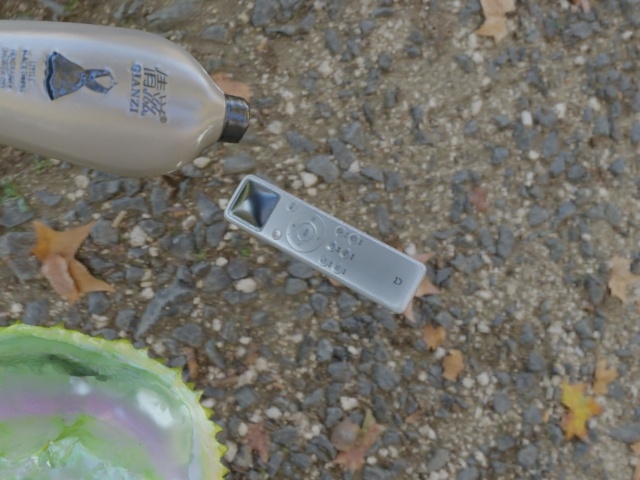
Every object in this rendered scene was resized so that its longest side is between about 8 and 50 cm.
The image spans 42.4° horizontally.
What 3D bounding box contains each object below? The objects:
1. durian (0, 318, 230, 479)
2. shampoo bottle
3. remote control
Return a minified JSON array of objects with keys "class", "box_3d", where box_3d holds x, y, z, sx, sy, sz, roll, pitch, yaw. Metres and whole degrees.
[{"class":"durian","box_3d":[-0.255,0.172,0.753,0.355,0.169,0.158,6,108,-4]},{"class":"shampoo bottle","box_3d":[-0.183,-0.119,0.689,0.256,0.078,0.127,5,78,-27]},{"class":"remote control","box_3d":[0.000,0.000,0.982,0.260,0.029,0.067,28,84,19]}]
